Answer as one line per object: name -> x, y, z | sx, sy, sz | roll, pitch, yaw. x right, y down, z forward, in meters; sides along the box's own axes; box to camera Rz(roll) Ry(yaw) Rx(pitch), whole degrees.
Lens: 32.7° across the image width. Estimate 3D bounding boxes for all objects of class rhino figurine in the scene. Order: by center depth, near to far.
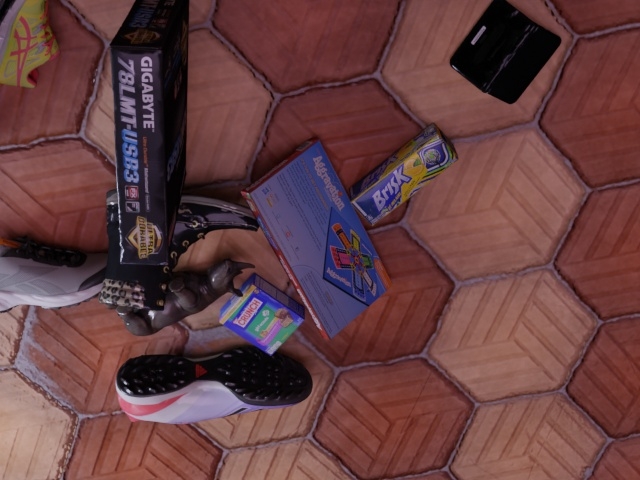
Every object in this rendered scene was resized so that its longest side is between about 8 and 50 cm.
rhino figurine -> -0.214, 0.081, 1.704 | 0.243, 0.073, 0.106 | -22, 145, 8

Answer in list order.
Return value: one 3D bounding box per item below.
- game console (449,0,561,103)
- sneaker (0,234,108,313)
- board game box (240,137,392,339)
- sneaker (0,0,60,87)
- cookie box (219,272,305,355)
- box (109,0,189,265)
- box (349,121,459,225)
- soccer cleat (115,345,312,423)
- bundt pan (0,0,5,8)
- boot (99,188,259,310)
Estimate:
game console -> 0.268, -0.274, 1.583 | 0.107, 0.071, 0.122 | 40, 111, 11
sneaker -> -0.431, 0.044, 1.666 | 0.272, 0.100, 0.108 | -6, 112, 0
board game box -> 0.000, 0.000, 1.662 | 0.145, 0.027, 0.281 | -38, 118, -21
sneaker -> -0.397, -0.291, 1.499 | 0.094, 0.081, 0.208 | 19, 135, -21
cookie box -> -0.094, 0.120, 1.753 | 0.107, 0.040, 0.092 | 35, 111, -18
box -> -0.222, -0.162, 1.457 | 0.073, 0.295, 0.293 | 1, 117, -1
box -> 0.124, -0.099, 1.639 | 0.169, 0.059, 0.054 | -38, 111, 16
soccer cleat -> -0.173, 0.248, 1.794 | 0.318, 0.108, 0.116 | -1, 138, -4
bundt pan -> -0.528, -0.377, 1.286 | 0.331, 0.124, 0.330 | 0, 93, -10
boot -> -0.212, 0.021, 1.627 | 0.237, 0.085, 0.178 | 7, 82, 0
